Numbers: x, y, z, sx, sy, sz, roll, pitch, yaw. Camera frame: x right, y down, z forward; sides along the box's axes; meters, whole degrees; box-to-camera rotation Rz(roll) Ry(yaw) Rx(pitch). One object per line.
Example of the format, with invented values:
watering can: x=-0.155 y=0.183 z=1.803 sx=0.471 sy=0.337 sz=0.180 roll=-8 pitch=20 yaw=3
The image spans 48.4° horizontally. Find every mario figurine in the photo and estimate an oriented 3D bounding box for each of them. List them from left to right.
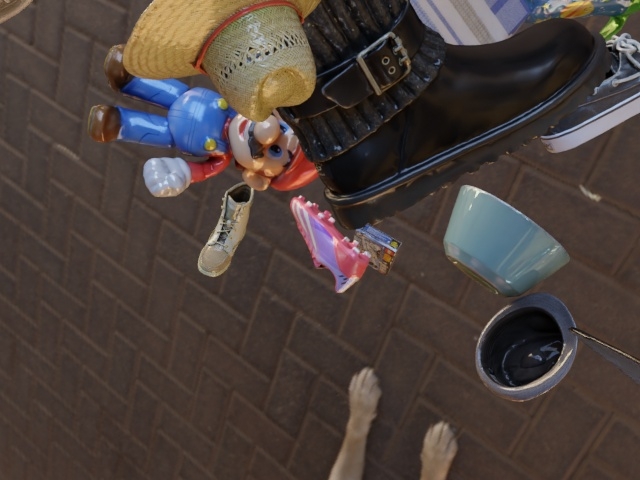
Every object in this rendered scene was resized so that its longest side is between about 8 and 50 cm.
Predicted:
mario figurine: x=-0.134 y=-0.160 z=0.935 sx=0.320 sy=0.170 sz=0.198 roll=14 pitch=123 yaw=-5

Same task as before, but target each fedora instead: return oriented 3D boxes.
fedora: x=0.512 y=0.268 z=1.712 sx=0.275 sy=0.124 sz=0.244 roll=-44 pitch=44 yaw=20

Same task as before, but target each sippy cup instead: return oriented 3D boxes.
sippy cup: x=0.491 y=-0.534 z=1.395 sx=0.223 sy=0.240 sz=0.306 roll=-14 pitch=88 yaw=5

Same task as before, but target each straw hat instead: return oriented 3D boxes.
straw hat: x=-0.034 y=-0.099 z=0.390 sx=0.144 sy=0.144 sz=0.061 roll=-30 pitch=87 yaw=43

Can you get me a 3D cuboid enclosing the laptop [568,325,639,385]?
laptop: x=0.351 y=0.297 z=0.454 sx=0.381 sy=0.408 sz=0.236 roll=35 pitch=145 yaw=-27

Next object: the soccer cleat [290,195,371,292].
soccer cleat: x=0.000 y=0.000 z=1.388 sx=0.095 sy=0.083 sz=0.248 roll=-54 pitch=49 yaw=10

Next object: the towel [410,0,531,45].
towel: x=0.191 y=-0.329 z=1.120 sx=0.209 sy=0.285 sz=0.034 roll=44 pitch=174 yaw=-27

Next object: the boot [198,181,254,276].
boot: x=-0.223 y=-0.030 z=1.702 sx=0.077 sy=0.213 sz=0.165 roll=24 pitch=133 yaw=2

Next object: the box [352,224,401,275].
box: x=0.113 y=0.018 z=1.480 sx=0.093 sy=0.027 sz=0.137 roll=31 pitch=159 yaw=9

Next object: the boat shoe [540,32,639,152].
boat shoe: x=0.460 y=-0.258 z=1.088 sx=0.306 sy=0.113 sz=0.105 roll=-29 pitch=114 yaw=8

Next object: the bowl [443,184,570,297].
bowl: x=0.419 y=0.022 z=1.713 sx=0.311 sy=0.311 sz=0.163 roll=37 pitch=89 yaw=24

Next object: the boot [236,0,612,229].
boot: x=0.101 y=-0.196 z=0.685 sx=0.260 sy=0.347 sz=0.131 roll=62 pitch=172 yaw=-21

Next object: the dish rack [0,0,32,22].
dish rack: x=-0.497 y=-0.384 z=1.013 sx=0.072 sy=0.333 sz=0.285 roll=45 pitch=134 yaw=-11
